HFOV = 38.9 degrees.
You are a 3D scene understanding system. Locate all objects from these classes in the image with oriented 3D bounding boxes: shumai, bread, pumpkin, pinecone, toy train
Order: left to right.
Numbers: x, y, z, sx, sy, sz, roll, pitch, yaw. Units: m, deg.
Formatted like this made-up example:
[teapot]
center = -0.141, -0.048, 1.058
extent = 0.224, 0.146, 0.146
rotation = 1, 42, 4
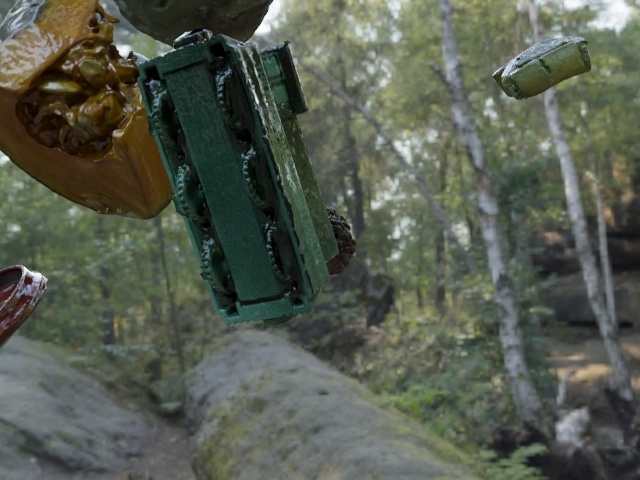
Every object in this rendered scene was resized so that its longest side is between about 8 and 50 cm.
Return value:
[pumpkin]
center = -0.297, -0.191, 1.218
extent = 0.303, 0.225, 0.256
rotation = 29, -28, -4
[shumai]
center = -0.184, -0.552, 1.565
extent = 0.324, 0.398, 0.323
rotation = 24, -21, -16
[toy train]
center = -0.072, -0.075, 1.007
extent = 0.138, 0.330, 0.178
rotation = -12, 12, 29
[pinecone]
center = 0.000, 0.000, 1.970
extent = 0.173, 0.174, 0.173
rotation = -4, 0, 0
[bread]
center = 0.356, -0.279, 1.457
extent = 0.156, 0.064, 0.117
rotation = -30, 18, -24

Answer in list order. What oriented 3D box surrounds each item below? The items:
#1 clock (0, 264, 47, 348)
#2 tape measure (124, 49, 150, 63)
[clock]
center = -0.613, 0.167, 1.600
extent = 0.318, 0.080, 0.318
rotation = -29, 25, 15
[tape measure]
center = -0.342, -0.269, 1.973
extent = 0.243, 0.125, 0.246
rotation = 30, -37, -5
